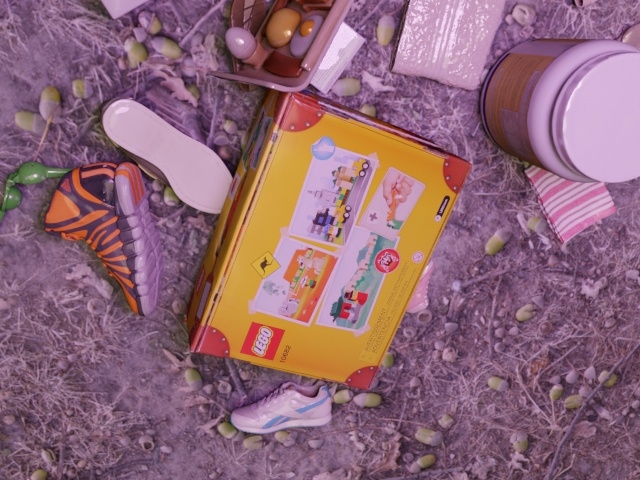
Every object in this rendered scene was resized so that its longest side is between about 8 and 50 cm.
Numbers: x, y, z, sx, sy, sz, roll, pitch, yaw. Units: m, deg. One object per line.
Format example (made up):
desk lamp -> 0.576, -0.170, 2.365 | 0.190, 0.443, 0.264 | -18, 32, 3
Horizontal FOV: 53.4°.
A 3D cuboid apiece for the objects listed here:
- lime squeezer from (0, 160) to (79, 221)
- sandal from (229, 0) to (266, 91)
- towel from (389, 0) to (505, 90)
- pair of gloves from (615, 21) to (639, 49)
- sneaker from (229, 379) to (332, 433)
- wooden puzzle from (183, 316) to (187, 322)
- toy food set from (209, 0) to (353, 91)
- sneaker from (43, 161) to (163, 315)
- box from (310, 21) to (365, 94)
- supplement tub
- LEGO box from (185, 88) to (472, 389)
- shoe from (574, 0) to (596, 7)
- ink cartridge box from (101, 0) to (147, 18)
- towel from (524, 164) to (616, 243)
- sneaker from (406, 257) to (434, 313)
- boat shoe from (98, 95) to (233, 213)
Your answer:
lime squeezer -> -0.559, -0.087, 1.222 | 0.310, 0.059, 0.110 | -35, 141, 4
sandal -> -0.142, -0.368, 1.176 | 0.072, 0.049, 0.180 | -10, 112, -33
towel -> 0.255, -0.440, 1.208 | 0.187, 0.049, 0.282 | 11, 107, -10
pair of gloves -> 0.673, -0.328, 1.305 | 0.204, 0.042, 0.240 | -36, 107, 8
sneaker -> -0.089, 0.366, 1.414 | 0.228, 0.087, 0.092 | -6, 102, -13
wooden puzzle -> -0.250, 0.160, 1.359 | 0.083, 0.006, 0.049 | -45, 108, 8
toy food set -> -0.056, -0.391, 1.056 | 0.092, 0.219, 0.306 | 29, 89, -39
sneaker -> -0.417, 0.002, 1.232 | 0.180, 0.125, 0.321 | -3, 113, 4
box -> -0.011, -0.364, 1.184 | 0.137, 0.072, 0.126 | 35, 101, -17
supplement tub -> 0.454, -0.239, 1.150 | 0.240, 0.331, 0.241 | -2, 109, -7
LEGO box -> 0.000, 0.000, 1.222 | 0.372, 0.193, 0.500 | 18, 105, -20
shoe -> 0.473, -0.541, 1.189 | 0.058, 0.076, 0.219 | -33, 111, 0
ink cartridge box -> -0.322, -0.553, 1.016 | 0.223, 0.129, 0.307 | -28, 123, 2
towel -> 0.539, -0.107, 1.366 | 0.144, 0.029, 0.197 | -32, 109, 3
sneaker -> 0.217, 0.102, 1.381 | 0.070, 0.051, 0.134 | 32, 105, -18
boat shoe -> -0.283, -0.160, 1.200 | 0.305, 0.091, 0.109 | 40, 85, -36
